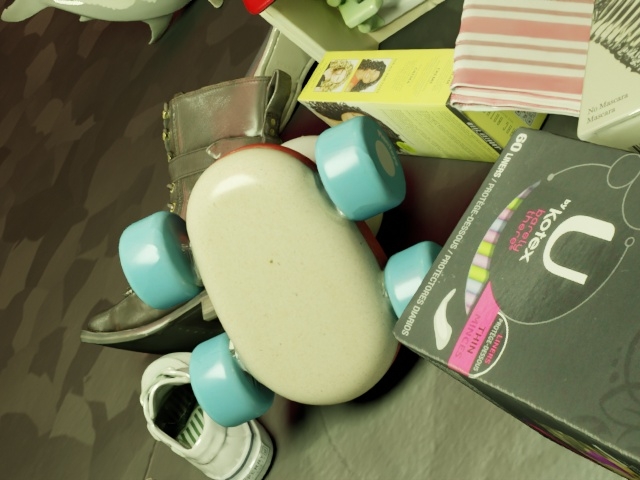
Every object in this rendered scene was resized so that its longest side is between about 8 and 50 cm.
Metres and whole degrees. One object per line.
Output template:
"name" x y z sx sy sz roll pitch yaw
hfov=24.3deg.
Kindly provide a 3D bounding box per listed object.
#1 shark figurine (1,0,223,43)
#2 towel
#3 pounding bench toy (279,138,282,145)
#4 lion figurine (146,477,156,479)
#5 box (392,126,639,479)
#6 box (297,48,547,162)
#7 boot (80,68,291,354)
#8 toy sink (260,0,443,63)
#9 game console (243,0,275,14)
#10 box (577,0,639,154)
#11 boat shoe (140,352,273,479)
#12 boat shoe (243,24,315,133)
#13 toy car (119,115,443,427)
"shark figurine" -0.230 -0.283 1.800 0.166 0.278 0.116 55 152 29
"towel" 0.180 -0.170 1.134 0.144 0.029 0.197 8 55 8
"pounding bench toy" -0.053 -0.068 1.417 0.065 0.052 0.083 -51 31 7
"lion figurine" -0.218 0.375 1.103 0.392 0.142 0.240 -61 10 4
"box" 0.195 0.053 0.864 0.165 0.143 0.270 -59 31 -5
"box" 0.081 -0.114 1.244 0.232 0.087 0.058 8 66 58
"boot" -0.119 -0.023 1.362 0.263 0.091 0.229 -18 69 33
"toy sink" 0.044 -0.286 1.395 0.131 0.152 0.234 -29 39 37
"game console" -0.015 -0.283 1.314 0.144 0.085 0.124 -36 5 28
"box" 0.259 -0.173 1.039 0.113 0.094 0.275 -23 44 42
"boat shoe" -0.114 0.138 1.281 0.083 0.075 0.226 -58 30 -5
"boat shoe" -0.035 -0.198 1.498 0.065 0.075 0.206 26 87 56
"toy car" 0.000 0.000 1.202 0.219 0.210 0.238 -25 11 22
